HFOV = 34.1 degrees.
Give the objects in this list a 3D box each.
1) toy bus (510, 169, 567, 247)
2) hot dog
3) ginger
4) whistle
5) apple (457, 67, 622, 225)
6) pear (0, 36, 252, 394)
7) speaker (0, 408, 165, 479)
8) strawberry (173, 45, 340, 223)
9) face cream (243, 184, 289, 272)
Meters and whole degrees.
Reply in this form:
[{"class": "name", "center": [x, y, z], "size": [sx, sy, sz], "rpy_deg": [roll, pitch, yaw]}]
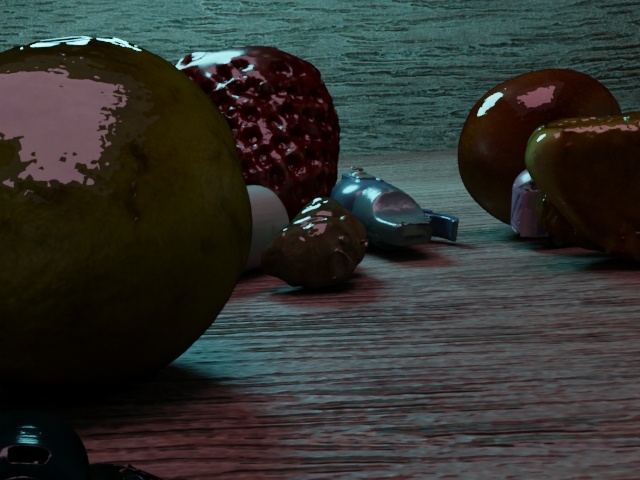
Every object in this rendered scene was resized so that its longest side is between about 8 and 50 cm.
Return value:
[{"class": "toy bus", "center": [0.324, -0.045, 1.216], "size": [0.203, 0.090, 0.063], "rpy_deg": [-2, 19, -7]}, {"class": "hot dog", "center": [0.343, -0.054, 1.076], "size": [0.257, 0.153, 0.150], "rpy_deg": [-5, 12, 9]}, {"class": "ginger", "center": [0.000, 0.000, 1.106], "size": [0.104, 0.080, 0.204], "rpy_deg": [-8, 9, 10]}, {"class": "whistle", "center": [0.070, -0.029, 1.297], "size": [0.180, 0.093, 0.269], "rpy_deg": [0, 13, -14]}, {"class": "apple", "center": [0.281, -0.118, 1.341], "size": [0.173, 0.210, 0.235], "rpy_deg": [17, 6, 38]}, {"class": "pear", "center": [-0.181, -0.017, 0.754], "size": [0.269, 0.269, 0.321], "rpy_deg": [-1, 22, 20]}, {"class": "speaker", "center": [-0.117, 0.118, 0.465], "size": [0.094, 0.060, 0.075], "rpy_deg": [31, -1, -15]}, {"class": "strawberry", "center": [-0.097, -0.152, 1.634], "size": [0.317, 0.295, 0.345], "rpy_deg": [32, 9, -30]}, {"class": "face cream", "center": [-0.174, 0.008, 1.063], "size": [0.102, 0.102, 0.346], "rpy_deg": [2, 9, 38]}]
